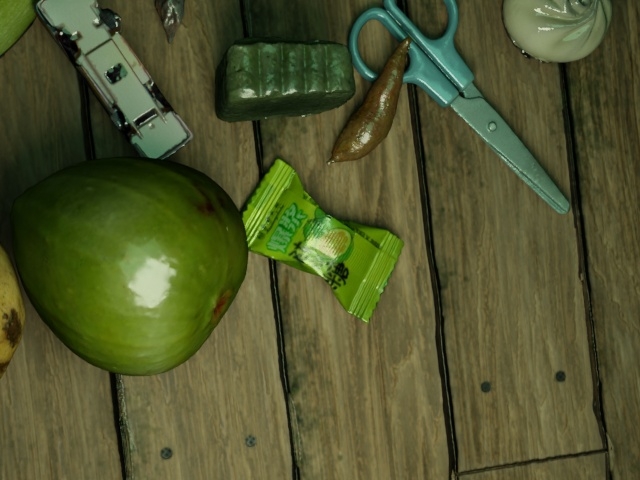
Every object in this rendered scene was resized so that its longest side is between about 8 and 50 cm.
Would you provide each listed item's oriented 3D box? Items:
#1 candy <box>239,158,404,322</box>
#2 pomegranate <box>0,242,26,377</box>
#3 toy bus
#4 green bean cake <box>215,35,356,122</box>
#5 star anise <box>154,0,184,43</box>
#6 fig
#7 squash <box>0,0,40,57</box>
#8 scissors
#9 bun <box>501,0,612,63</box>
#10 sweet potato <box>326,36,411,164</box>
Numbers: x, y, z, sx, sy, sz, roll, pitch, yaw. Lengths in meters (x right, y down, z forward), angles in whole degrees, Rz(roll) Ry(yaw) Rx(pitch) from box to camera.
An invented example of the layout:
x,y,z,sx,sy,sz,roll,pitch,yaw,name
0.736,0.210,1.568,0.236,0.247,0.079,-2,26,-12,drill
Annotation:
x,y,z,sx,sy,sz,roll,pitch,yaw,name
0.000,0.000,1.547,0.246,0.069,0.149,31,85,-8,candy
-0.522,0.093,1.347,0.281,0.281,0.281,0,88,-11,pomegranate
-0.288,-0.231,1.473,0.090,0.112,0.274,-35,95,-10,toy bus
-0.052,-0.227,1.484,0.184,0.183,0.094,-1,86,-11,green bean cake
-0.174,-0.390,1.456,0.218,0.227,0.148,-16,85,-22,star anise
-0.264,0.017,1.390,0.316,0.316,0.316,0,88,-11,fig
-0.530,-0.340,1.456,0.233,0.210,0.309,38,110,-9,squash
0.237,-0.206,1.617,0.192,0.029,0.447,-44,97,-9,scissors
0.373,-0.362,1.604,0.172,0.120,0.173,1,88,-13,bun
0.088,-0.198,1.564,0.068,0.068,0.226,31,96,-9,sweet potato
